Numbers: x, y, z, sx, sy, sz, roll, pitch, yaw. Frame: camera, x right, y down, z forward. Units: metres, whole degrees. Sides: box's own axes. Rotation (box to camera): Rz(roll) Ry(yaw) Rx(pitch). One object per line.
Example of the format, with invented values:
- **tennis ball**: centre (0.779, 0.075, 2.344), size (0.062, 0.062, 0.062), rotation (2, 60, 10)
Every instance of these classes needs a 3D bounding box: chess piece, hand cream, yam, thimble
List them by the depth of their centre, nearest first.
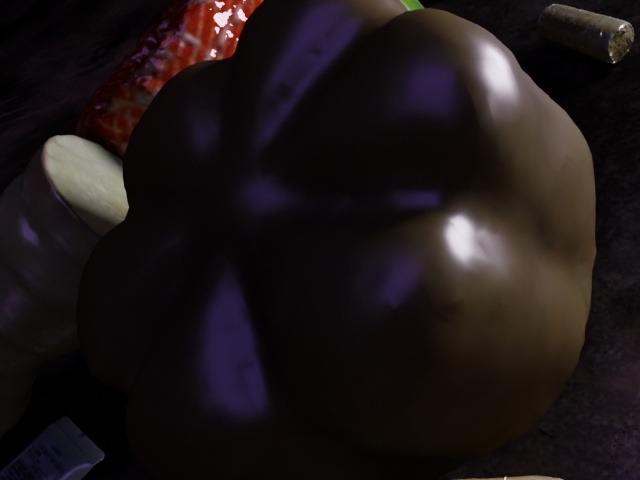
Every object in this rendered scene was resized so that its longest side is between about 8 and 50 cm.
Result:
- **hand cream**: centre (-0.404, 0.355, 0.879), size (0.340, 0.078, 0.124), rotation (-45, 38, -22)
- **chess piece**: centre (-0.375, 0.104, 0.925), size (0.442, 0.234, 0.234), rotation (-45, 37, 13)
- **yam**: centre (0.332, -0.261, 0.947), size (0.054, 0.054, 0.132), rotation (-40, 39, -5)
- **thimble**: centre (-0.157, -0.216, 1.070), size (0.350, 0.230, 0.350), rotation (-41, 24, 23)

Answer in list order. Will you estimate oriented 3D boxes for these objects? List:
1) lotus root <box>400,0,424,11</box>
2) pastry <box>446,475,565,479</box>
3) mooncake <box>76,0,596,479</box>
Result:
- **lotus root**: centre (0.069, -0.330, 1.120), size (0.186, 0.186, 0.186), rotation (-20, 41, 19)
- **pastry**: centre (0.122, 0.218, 0.553), size (0.165, 0.166, 0.088), rotation (-12, 71, 27)
- **mooncake**: centre (0.000, 0.000, 0.678), size (0.467, 0.262, 0.467), rotation (-17, 63, 37)
